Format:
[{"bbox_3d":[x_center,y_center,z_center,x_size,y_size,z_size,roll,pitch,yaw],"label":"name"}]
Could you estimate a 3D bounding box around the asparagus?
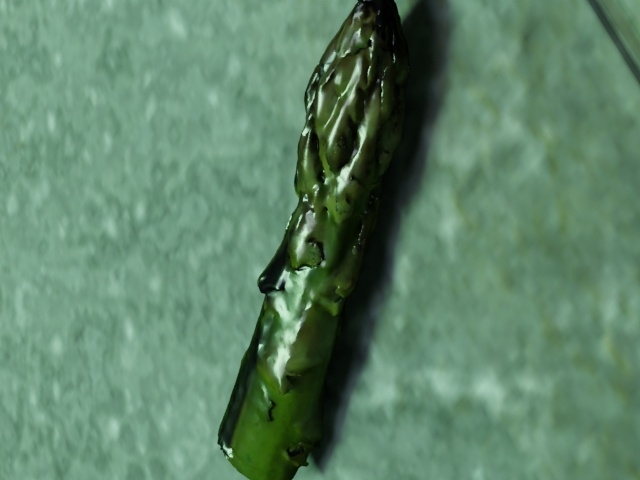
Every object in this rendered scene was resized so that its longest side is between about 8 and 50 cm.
[{"bbox_3d":[0.000,0.000,0.535,0.036,0.030,0.165,-106,27,-61],"label":"asparagus"}]
